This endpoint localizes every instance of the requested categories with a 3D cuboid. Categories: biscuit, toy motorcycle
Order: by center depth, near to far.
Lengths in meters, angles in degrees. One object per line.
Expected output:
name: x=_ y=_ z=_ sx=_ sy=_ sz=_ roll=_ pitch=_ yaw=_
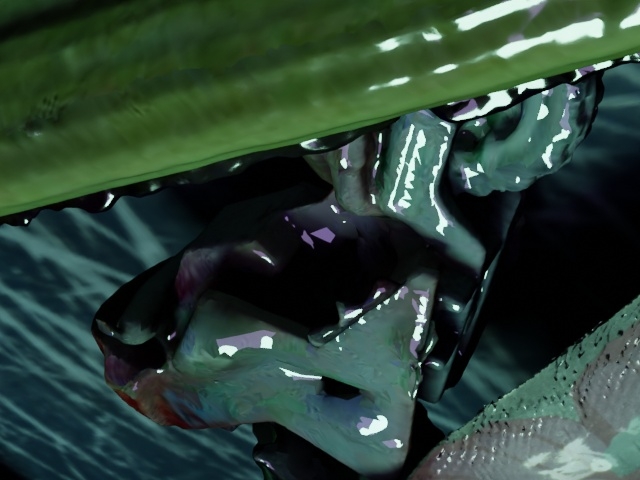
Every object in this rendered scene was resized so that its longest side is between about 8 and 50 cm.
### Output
biscuit: x=-0.053 y=-0.058 z=0.380 sx=0.322 sy=0.099 sz=0.038 roll=-10 pitch=179 yaw=34
toy motorcycle: x=0.000 y=-0.001 z=0.439 sx=0.122 sy=0.082 sz=0.213 roll=23 pitch=130 yaw=10

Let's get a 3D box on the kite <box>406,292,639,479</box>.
kite: x=0.033 y=0.122 z=0.471 sx=0.360 sy=0.022 sz=0.204 roll=-33 pitch=134 yaw=3
